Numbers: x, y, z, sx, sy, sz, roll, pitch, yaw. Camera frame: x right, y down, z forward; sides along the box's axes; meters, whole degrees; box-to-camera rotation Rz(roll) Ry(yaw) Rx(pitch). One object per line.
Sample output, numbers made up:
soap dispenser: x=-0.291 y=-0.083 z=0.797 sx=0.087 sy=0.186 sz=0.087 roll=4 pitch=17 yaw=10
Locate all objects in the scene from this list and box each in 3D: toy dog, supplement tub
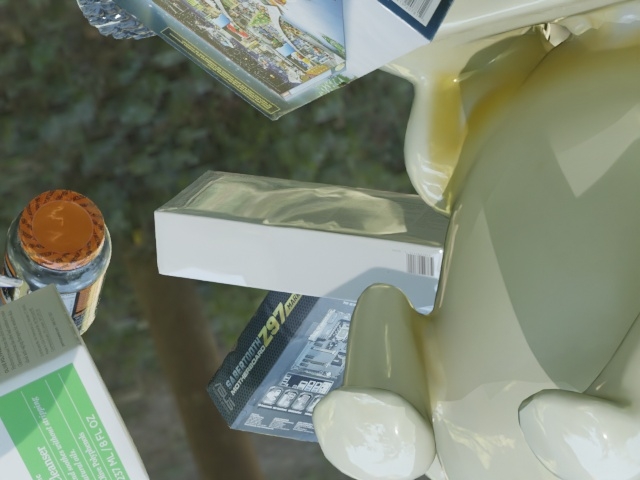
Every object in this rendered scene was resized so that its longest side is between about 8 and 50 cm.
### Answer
toy dog: x=0.163 y=0.075 z=0.970 sx=0.284 sy=0.408 sz=0.395 roll=-7 pitch=166 yaw=30
supplement tub: x=-0.295 y=0.028 z=2.148 sx=0.117 sy=0.117 sz=0.190 roll=-9 pitch=154 yaw=-19

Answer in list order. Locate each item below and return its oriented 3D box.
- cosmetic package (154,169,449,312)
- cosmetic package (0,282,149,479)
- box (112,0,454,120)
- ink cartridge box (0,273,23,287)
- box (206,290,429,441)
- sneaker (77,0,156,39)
cosmetic package: x=0.000 y=0.000 z=1.501 sx=0.239 sy=0.060 sz=0.099 roll=8 pitch=-154 yaw=23
cosmetic package: x=-0.378 y=0.220 z=1.903 sx=0.365 sy=0.155 sz=0.197 roll=-27 pitch=120 yaw=-7
box: x=-0.068 y=-0.153 z=0.865 sx=0.233 sy=0.044 sz=0.159 roll=36 pitch=158 yaw=-17
ink cartridge box: x=-0.347 y=-0.058 z=0.847 sx=0.324 sy=0.071 sz=0.330 roll=6 pitch=171 yaw=37
box: x=0.041 y=0.095 z=1.692 sx=0.233 sy=0.059 sz=0.183 roll=13 pitch=120 yaw=-41
sneaker: x=-0.157 y=-0.252 z=1.425 sx=0.110 sy=0.122 sz=0.283 roll=-18 pitch=151 yaw=16
